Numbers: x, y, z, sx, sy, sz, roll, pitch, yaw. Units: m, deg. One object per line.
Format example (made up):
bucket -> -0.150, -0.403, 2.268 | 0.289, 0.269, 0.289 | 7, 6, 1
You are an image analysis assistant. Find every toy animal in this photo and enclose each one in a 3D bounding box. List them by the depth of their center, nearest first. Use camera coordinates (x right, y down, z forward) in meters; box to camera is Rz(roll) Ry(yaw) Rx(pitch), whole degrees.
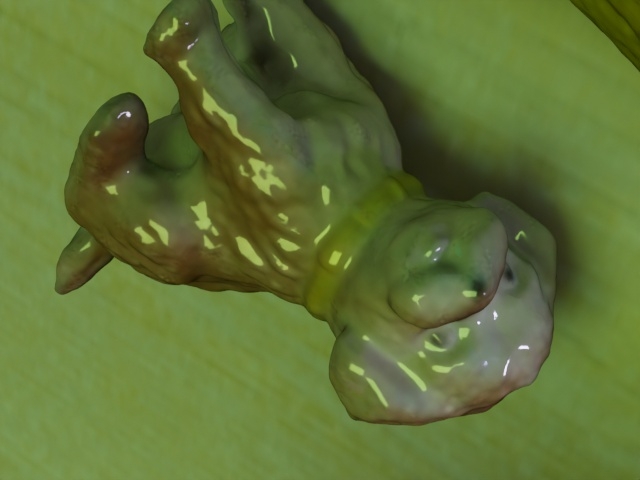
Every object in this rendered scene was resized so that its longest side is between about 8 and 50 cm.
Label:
toy animal -> -0.007, 0.013, 0.736 | 0.185, 0.104, 0.184 | 38, 132, 4

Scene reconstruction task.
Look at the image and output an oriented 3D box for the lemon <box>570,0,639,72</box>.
lemon -> 0.145, -0.154, 0.401 | 0.285, 0.285, 0.316 | 3, 112, 35
